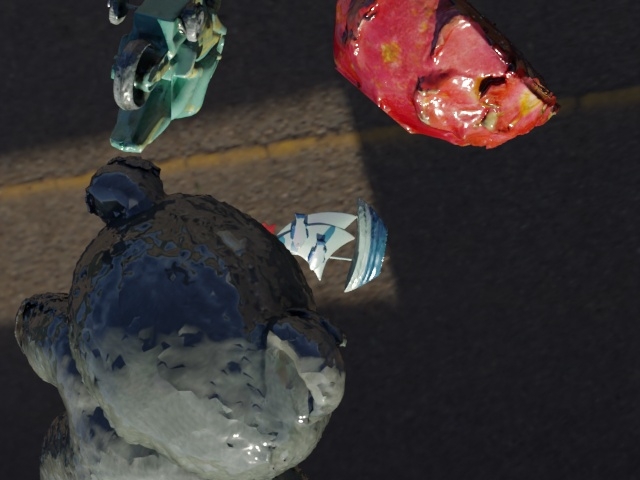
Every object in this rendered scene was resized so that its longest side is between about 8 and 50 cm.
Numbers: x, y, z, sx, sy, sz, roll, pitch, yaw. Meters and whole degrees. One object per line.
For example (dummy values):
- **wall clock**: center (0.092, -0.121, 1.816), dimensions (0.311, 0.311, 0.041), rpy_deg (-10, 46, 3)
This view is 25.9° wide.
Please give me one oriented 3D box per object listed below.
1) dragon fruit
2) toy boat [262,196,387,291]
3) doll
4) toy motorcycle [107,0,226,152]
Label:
- **dragon fruit**: center (0.116, -0.161, 1.299), dimensions (0.189, 0.262, 0.163), rpy_deg (-20, 58, 34)
- **toy boat**: center (0.009, -0.007, 1.555), dimensions (0.149, 0.034, 0.105), rpy_deg (28, 100, -15)
- **doll**: center (-0.081, 0.097, 0.846), dimensions (0.246, 0.158, 0.340), rpy_deg (41, 146, 20)
- **toy motorcycle**: center (-0.183, -0.221, 1.655), dimensions (0.109, 0.296, 0.198), rpy_deg (15, 129, 11)
